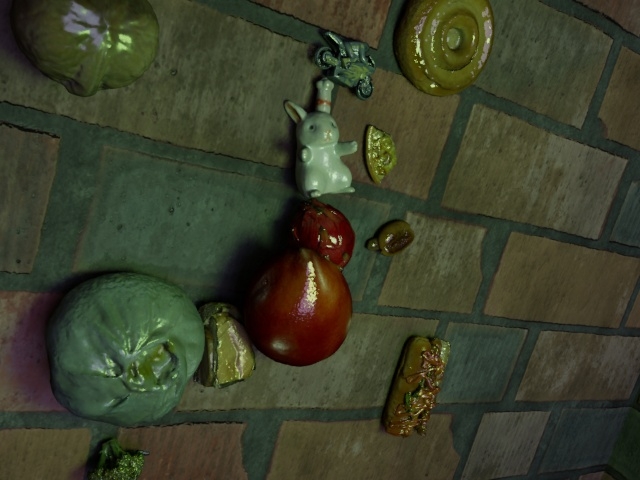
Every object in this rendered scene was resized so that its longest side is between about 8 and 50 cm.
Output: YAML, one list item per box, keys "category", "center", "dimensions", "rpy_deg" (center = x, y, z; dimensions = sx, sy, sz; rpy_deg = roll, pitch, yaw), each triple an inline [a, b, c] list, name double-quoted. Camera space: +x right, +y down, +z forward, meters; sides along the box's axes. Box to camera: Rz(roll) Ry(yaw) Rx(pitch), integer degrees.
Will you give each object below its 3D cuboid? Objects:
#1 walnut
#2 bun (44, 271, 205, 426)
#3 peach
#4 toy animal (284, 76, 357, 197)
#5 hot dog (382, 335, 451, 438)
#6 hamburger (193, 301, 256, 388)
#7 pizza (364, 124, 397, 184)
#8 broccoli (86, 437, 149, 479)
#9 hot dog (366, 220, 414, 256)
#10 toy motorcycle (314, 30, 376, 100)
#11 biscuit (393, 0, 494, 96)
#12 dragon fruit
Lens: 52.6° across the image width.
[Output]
- category: "walnut"
  center: [-0.413, -0.376, 1.145]
  dimensions: [0.248, 0.248, 0.248]
  rpy_deg: [-12, 115, -29]
- category: "bun"
  center: [-0.411, 0.242, 1.400]
  dimensions: [0.362, 0.211, 0.361]
  rpy_deg: [-12, 113, -30]
- category: "peach"
  center: [-0.051, 0.175, 1.523]
  dimensions: [0.258, 0.201, 0.361]
  rpy_deg: [7, 145, 0]
- category: "toy animal"
  center: [-0.002, -0.231, 1.521]
  dimensions: [0.141, 0.138, 0.282]
  rpy_deg: [-12, 113, -24]
- category: "hot dog"
  center: [0.304, 0.460, 2.006]
  dimensions: [0.158, 0.117, 0.348]
  rpy_deg: [10, 103, -34]
- category: "hamburger"
  center: [-0.240, 0.242, 1.582]
  dimensions: [0.155, 0.135, 0.207]
  rpy_deg: [-15, 102, -45]
- category: "pizza"
  center: [0.159, -0.228, 1.689]
  dimensions: [0.099, 0.036, 0.160]
  rpy_deg: [-20, 119, -25]
- category: "broccoli"
  center: [-0.483, 0.533, 1.536]
  dimensions: [0.131, 0.130, 0.120]
  rpy_deg: [-28, 81, 10]
- category: "hot dog"
  center: [0.195, -0.002, 1.793]
  dimensions: [0.140, 0.060, 0.089]
  rpy_deg: [-38, 121, -23]
- category: "toy motorcycle"
  center: [0.071, -0.427, 1.539]
  dimensions: [0.193, 0.061, 0.124]
  rpy_deg: [29, 83, -35]
- category: "biscuit"
  center: [0.328, -0.514, 1.648]
  dimensions: [0.296, 0.102, 0.296]
  rpy_deg: [-14, 118, -28]
- category: "dragon fruit"
  center: [0.000, 0.000, 1.593]
  dimensions: [0.172, 0.172, 0.209]
  rpy_deg: [-28, 136, -21]
